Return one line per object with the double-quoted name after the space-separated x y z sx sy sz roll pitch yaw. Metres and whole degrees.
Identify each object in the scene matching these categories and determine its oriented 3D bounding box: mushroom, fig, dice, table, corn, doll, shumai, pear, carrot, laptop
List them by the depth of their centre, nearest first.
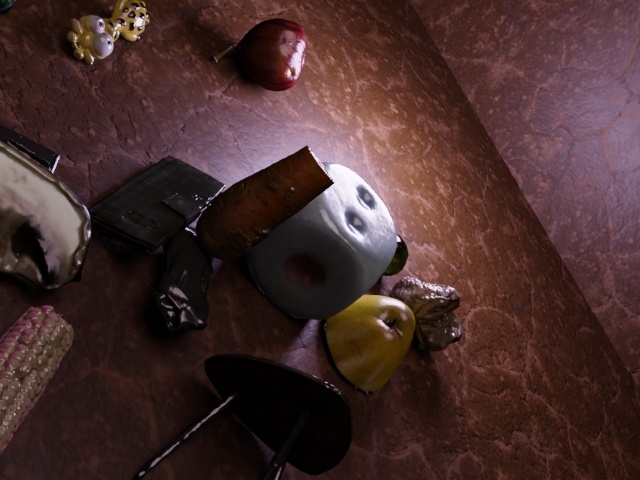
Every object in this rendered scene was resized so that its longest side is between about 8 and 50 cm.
-0.471 0.223 1.041 0.126 0.126 0.335 45 31 -13 "corn"
-0.551 -0.043 1.177 0.344 0.130 0.248 23 69 -33 "mushroom"
-0.142 0.374 1.229 0.317 0.317 0.249 47 48 -9 "table"
-0.568 -0.125 1.314 0.135 0.016 0.197 31 40 -28 "laptop"
-0.123 -0.077 1.461 0.139 0.301 0.139 50 11 -13 "carrot"
0.000 0.000 1.657 0.264 0.268 0.263 44 35 -12 "dice"
-0.493 -0.504 1.681 0.291 0.086 0.117 -57 137 -53 "doll"
0.148 0.220 1.725 0.267 0.178 0.267 34 39 -33 "pear"
0.281 0.206 1.953 0.183 0.218 0.186 8 93 -42 "shumai"
0.172 0.027 2.003 0.123 0.123 0.156 30 2 -31 "fig"
-0.166 -0.541 2.046 0.249 0.204 0.186 13 4 1 "fig"

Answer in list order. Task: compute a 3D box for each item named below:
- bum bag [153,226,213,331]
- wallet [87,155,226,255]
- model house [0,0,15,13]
-0.275 0.068 1.432 0.142 0.079 0.326 43 22 -27 "bum bag"
-0.334 -0.082 1.477 0.168 0.044 0.317 26 32 8 "wallet"
-0.662 -0.657 1.440 0.184 0.291 0.253 17 48 -35 "model house"
